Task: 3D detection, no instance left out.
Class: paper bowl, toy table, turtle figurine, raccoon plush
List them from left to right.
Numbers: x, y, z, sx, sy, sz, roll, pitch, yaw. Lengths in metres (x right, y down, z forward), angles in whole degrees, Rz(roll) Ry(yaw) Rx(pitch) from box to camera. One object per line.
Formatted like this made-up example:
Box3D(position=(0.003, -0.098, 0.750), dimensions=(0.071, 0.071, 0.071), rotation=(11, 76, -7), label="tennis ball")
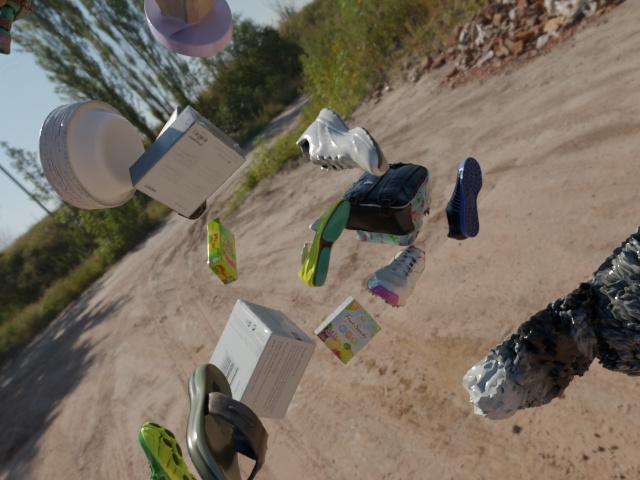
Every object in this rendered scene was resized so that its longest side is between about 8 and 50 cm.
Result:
Box3D(position=(-0.638, -0.488, 0.935), dimensions=(0.175, 0.118, 0.235), rotation=(2, 81, 46), label="turtle figurine")
Box3D(position=(-0.584, -0.230, 1.263), dimensions=(0.147, 0.285, 0.284), rotation=(-4, 32, 17), label="paper bowl")
Box3D(position=(-0.278, -0.517, 0.951), dimensions=(0.252, 0.274, 0.161), rotation=(-27, -28, -21), label="toy table")
Box3D(position=(0.431, 0.153, 0.525), dimensions=(0.446, 0.216, 0.299), rotation=(-41, 55, 4), label="raccoon plush")

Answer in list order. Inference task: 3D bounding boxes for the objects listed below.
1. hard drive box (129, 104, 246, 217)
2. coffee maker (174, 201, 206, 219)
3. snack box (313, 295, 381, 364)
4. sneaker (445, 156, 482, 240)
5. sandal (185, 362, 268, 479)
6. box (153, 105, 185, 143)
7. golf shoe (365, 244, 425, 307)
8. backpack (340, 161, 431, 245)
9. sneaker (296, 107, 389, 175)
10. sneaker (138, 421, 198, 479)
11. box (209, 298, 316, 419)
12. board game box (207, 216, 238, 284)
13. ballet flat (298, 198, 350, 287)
Box3D(position=(-0.340, -0.196, 1.211), dimensions=(0.232, 0.181, 0.089), rotation=(-41, 48, 12), label="hard drive box")
Box3D(position=(-0.458, -0.176, 1.730), dimensions=(0.120, 0.171, 0.179), rotation=(117, 153, -48), label="coffee maker")
Box3D(position=(0.107, 0.352, 1.858), dimensions=(0.207, 0.174, 0.070), rotation=(-44, 13, -6), label="snack box")
Box3D(position=(0.395, -0.116, 1.326), dimensions=(0.090, 0.081, 0.233), rotation=(-12, 68, 61), label="sneaker")
Box3D(position=(-0.123, 0.258, 0.652), dimensions=(0.086, 0.120, 0.303), rotation=(-29, 29, -6), label="sandal")
Box3D(position=(-0.461, -0.275, 1.476), dimensions=(0.183, 0.056, 0.231), rotation=(-40, 48, 36), label="box")
Box3D(position=(0.199, 0.079, 1.193), dimensions=(0.140, 0.115, 0.306), rotation=(-62, -12, 13), label="golf shoe")
Box3D(position=(0.198, -0.112, 1.330), dimensions=(0.224, 0.191, 0.254), rotation=(6, 44, 29), label="backpack")
Box3D(position=(0.052, -0.207, 1.112), dimensions=(0.129, 0.111, 0.297), rotation=(-43, 40, -3), label="sneaker")
Box3D(position=(-0.416, 0.628, 1.253), dimensions=(0.123, 0.296, 0.109), rotation=(-25, 6, 5), label="sneaker")
Box3D(position=(-0.130, 0.249, 1.002), dimensions=(0.181, 0.119, 0.182), rotation=(28, 94, 54), label="box")
Box3D(position=(-0.283, 0.029, 1.357), dimensions=(0.043, 0.092, 0.181), rotation=(-23, 45, 7), label="board game box")
Box3D(position=(0.000, 0.000, 1.153), dimensions=(0.077, 0.077, 0.231), rotation=(21, 95, 35), label="ballet flat")
